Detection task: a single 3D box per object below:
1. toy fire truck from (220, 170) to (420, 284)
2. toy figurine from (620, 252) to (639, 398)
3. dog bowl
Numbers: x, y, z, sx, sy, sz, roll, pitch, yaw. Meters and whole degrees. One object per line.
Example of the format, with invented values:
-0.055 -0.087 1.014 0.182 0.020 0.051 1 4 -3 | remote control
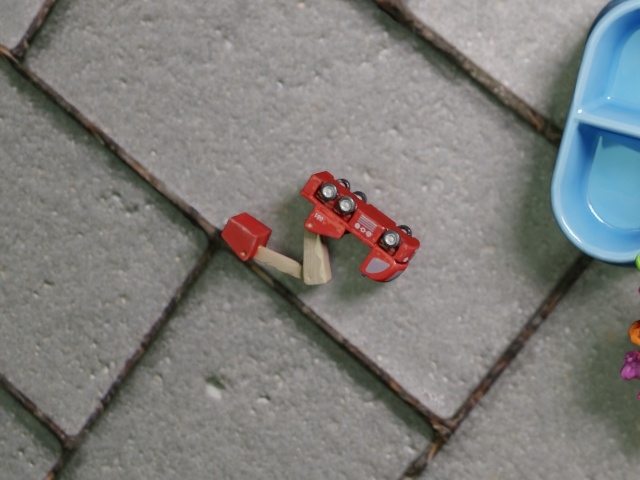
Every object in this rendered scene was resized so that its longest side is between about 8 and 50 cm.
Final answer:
0.000 0.000 1.753 0.192 0.047 0.135 38 110 11 | toy fire truck
0.358 0.106 1.586 0.173 0.130 0.159 14 119 -17 | toy figurine
0.321 -0.111 1.596 0.166 0.074 0.297 17 105 18 | dog bowl
